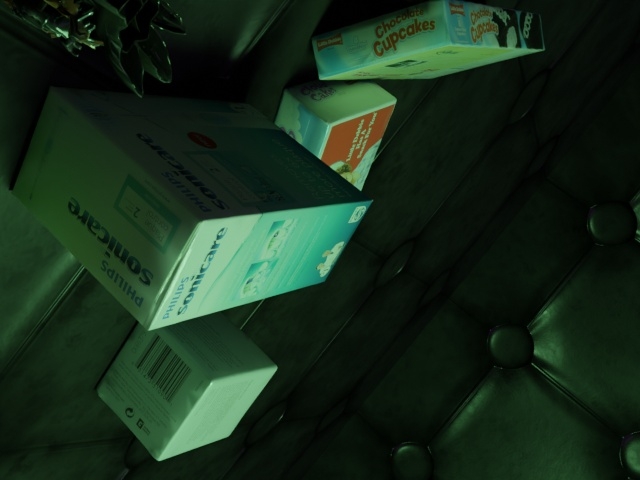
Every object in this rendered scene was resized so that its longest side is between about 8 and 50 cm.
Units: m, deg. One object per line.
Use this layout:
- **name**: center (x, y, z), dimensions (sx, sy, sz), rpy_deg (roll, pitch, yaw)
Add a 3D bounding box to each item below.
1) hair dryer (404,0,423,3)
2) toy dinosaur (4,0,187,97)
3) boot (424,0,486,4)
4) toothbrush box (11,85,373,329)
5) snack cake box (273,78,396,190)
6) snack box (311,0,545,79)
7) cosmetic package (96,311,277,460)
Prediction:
- **hair dryer**: center (0.070, -0.369, 0.732), dimensions (0.223, 0.080, 0.293), rpy_deg (-6, 149, -27)
- **toy dinosaur**: center (-0.173, -0.194, 0.433), dimensions (0.322, 0.218, 0.164), rpy_deg (-9, 119, -73)
- **boot**: center (0.123, -0.390, 0.888), dimensions (0.305, 0.112, 0.115), rpy_deg (26, 68, -60)
- **toothbrush box**: center (-0.120, -0.045, 0.779), dimensions (0.295, 0.216, 0.126), rpy_deg (-11, 136, -56)
- **snack cake box**: center (-0.007, -0.099, 1.077), dimensions (0.152, 0.089, 0.264), rpy_deg (-25, 148, -43)
- **snack box**: center (0.156, -0.264, 1.013), dimensions (0.322, 0.187, 0.060), rpy_deg (-18, 99, -54)
- **cosmetic package**: center (-0.195, 0.205, 1.123), dimensions (0.151, 0.151, 0.183), rpy_deg (-55, 156, 14)
